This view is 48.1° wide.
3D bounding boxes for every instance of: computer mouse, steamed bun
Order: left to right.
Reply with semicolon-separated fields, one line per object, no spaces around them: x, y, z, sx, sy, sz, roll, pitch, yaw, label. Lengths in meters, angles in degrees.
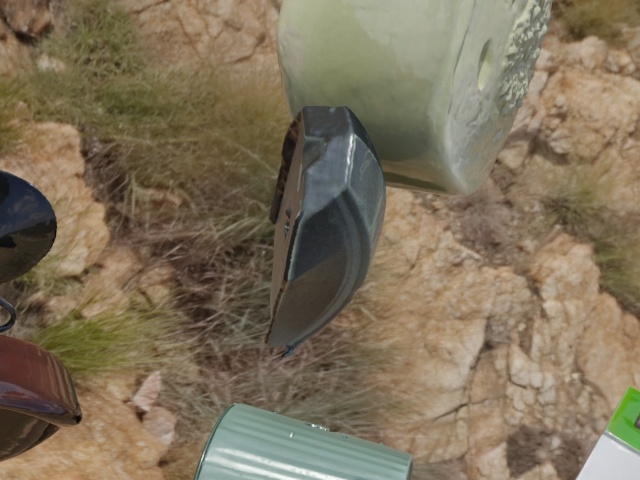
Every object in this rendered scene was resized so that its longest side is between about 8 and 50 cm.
0.003;-0.002;0.520;0.071;0.231;0.126;5;56;-9;computer mouse
0.061;-0.163;0.553;0.154;0.200;0.250;-7;111;-58;steamed bun

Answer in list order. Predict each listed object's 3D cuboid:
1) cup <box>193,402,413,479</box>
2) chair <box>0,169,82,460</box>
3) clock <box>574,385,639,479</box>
-0.027;0.504;1.421;0.392;0.401;0.310;9;89;13;cup
-0.428;0.108;0.887;0.226;0.227;0.401;2;38;-28;chair
0.192;0.230;0.340;0.235;0.166;0.309;30;58;25;clock
